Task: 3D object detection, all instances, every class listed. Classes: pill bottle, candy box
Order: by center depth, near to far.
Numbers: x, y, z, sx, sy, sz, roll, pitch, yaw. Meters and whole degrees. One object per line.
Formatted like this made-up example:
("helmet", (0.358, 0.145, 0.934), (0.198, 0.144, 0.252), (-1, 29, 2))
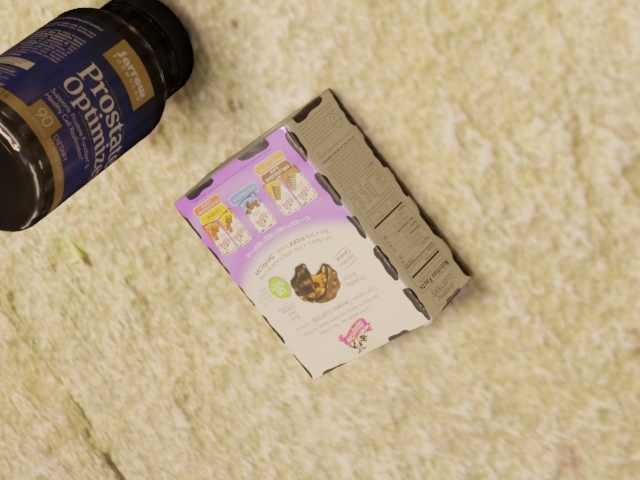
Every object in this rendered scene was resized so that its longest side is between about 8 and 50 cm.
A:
("pill bottle", (-0.201, -0.111, 1.333), (0.123, 0.219, 0.122), (21, 133, 25))
("candy box", (0.000, 0.000, 1.372), (0.196, 0.070, 0.165), (52, 137, -7))
